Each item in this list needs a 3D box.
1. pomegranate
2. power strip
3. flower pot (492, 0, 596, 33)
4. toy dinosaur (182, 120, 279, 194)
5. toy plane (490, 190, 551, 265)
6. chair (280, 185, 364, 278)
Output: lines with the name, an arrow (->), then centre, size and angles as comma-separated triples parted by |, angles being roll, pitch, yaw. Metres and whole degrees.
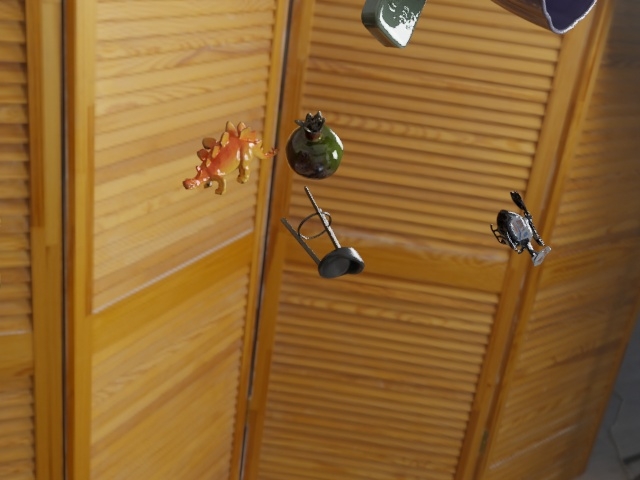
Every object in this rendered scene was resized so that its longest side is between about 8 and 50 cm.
pomegranate -> -0.014, -0.195, 1.592 | 0.130, 0.129, 0.159 | 8, -9, 2
power strip -> 0.152, -0.537, 1.479 | 0.059, 0.264, 0.194 | 17, -8, 42
flower pot -> 0.434, -0.585, 1.523 | 0.265, 0.264, 0.243 | -14, 36, -42
toy dinosaur -> -0.168, -0.171, 1.449 | 0.071, 0.117, 0.288 | 12, 31, 35
toy plane -> 0.399, -0.010, 1.477 | 0.078, 0.197, 0.053 | -46, 35, -6
chair -> 0.001, -0.001, 1.603 | 0.095, 0.104, 0.221 | -37, 55, 2
